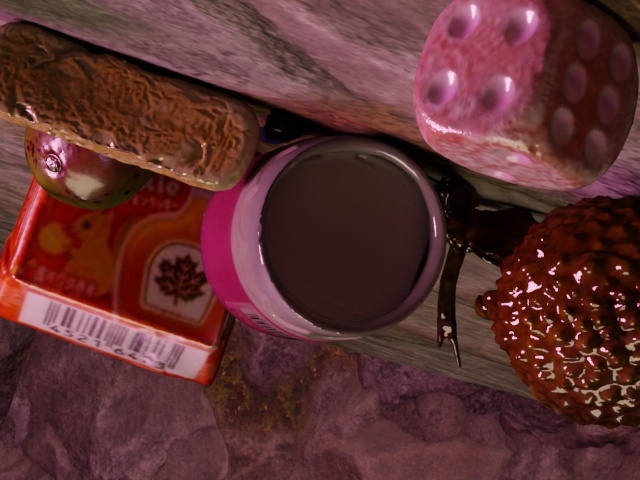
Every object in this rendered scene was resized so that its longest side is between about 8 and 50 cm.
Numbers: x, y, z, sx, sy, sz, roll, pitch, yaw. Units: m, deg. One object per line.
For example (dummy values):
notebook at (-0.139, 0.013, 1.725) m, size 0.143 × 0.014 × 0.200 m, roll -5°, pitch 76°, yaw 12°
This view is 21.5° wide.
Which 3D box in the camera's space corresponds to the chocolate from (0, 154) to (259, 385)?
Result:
chocolate at (-0.176, -0.008, 1.637) m, size 0.237 × 0.235 × 0.108 m, roll 20°, pitch 160°, yaw -6°

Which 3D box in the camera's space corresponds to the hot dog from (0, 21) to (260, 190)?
hot dog at (-0.170, -0.110, 1.413) m, size 0.242 × 0.084 × 0.073 m, roll 18°, pitch 176°, yaw -4°

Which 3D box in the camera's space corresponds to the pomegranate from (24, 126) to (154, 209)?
pomegranate at (-0.206, -0.092, 1.534) m, size 0.130 × 0.130 × 0.130 m, roll 17°, pitch 172°, yaw 2°

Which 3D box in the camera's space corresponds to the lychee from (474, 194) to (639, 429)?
lychee at (0.222, 0.055, 1.305) m, size 0.238 × 0.200 × 0.200 m, roll -4°, pitch 160°, yaw 36°

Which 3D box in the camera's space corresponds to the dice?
dice at (0.113, -0.083, 0.925) m, size 0.091 × 0.093 × 0.094 m, roll 10°, pitch 170°, yaw 45°

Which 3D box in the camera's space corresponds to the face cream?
face cream at (0.000, 0.000, 1.451) m, size 0.175 × 0.175 × 0.195 m, roll 20°, pitch 172°, yaw -17°

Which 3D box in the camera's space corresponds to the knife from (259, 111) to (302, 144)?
knife at (-0.040, -0.094, 1.463) m, size 0.031 × 0.018 × 0.121 m, roll 12°, pitch 174°, yaw -12°

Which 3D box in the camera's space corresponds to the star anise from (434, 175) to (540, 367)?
star anise at (0.111, 0.021, 1.501) m, size 0.140 × 0.144 × 0.158 m, roll 30°, pitch 169°, yaw -20°
